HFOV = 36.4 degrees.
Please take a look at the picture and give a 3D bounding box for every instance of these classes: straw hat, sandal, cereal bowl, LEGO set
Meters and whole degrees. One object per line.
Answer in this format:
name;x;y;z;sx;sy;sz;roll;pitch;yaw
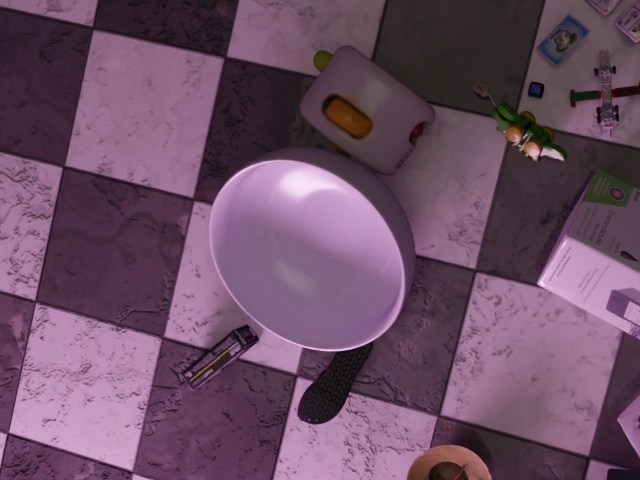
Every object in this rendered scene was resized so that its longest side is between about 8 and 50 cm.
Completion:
straw hat;0.208;0.384;1.596;0.144;0.061;0.144;0;107;1
sandal;0.027;0.235;1.642;0.067;0.040;0.179;34;84;3
cereal bowl;0.000;0.000;1.553;0.339;0.141;0.339;12;121;21
LEGO set;0.449;-0.288;1.537;0.244;0.060;0.182;-46;71;9

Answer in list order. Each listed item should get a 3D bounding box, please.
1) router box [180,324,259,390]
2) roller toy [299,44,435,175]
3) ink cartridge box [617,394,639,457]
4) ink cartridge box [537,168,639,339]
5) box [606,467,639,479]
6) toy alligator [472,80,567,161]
router box;-0.169;0.197;1.648;0.122;0.092;0.038;-40;85;10
roller toy;0.071;-0.197;1.529;0.191;0.209;0.146;30;102;-32
ink cartridge box;0.619;0.210;1.428;0.119;0.207;0.353;45;101;-1
ink cartridge box;0.488;0.041;1.443;0.273;0.198;0.115;29;133;9
box;0.572;0.496;1.389;0.343;0.179;0.312;3;136;11
toy alligator;0.309;-0.179;1.557;0.189;0.056;0.051;40;140;7
